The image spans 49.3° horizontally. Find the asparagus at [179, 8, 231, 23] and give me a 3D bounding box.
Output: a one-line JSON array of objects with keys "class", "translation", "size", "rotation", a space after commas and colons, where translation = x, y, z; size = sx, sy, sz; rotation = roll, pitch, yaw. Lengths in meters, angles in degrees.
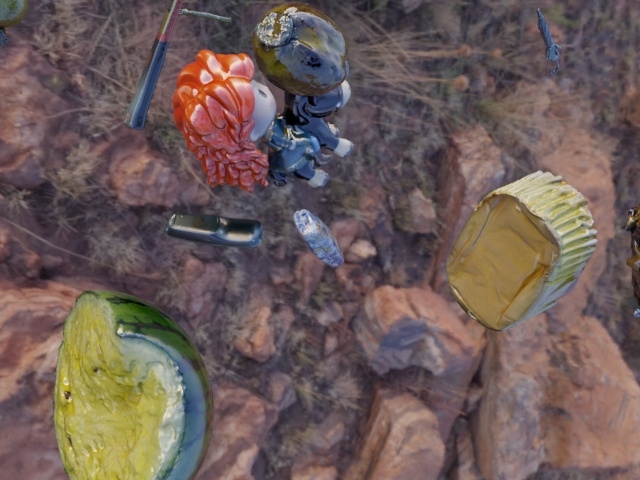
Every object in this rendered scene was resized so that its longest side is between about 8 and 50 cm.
[{"class": "asparagus", "translation": [-0.255, -0.484, 1.497], "size": [0.015, 0.127, 0.018], "rotation": [105, -8, -57]}]

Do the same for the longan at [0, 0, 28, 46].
[{"class": "longan", "translation": [-0.636, -0.450, 1.318], "size": [0.145, 0.154, 0.176], "rotation": [-68, 154, -58]}]

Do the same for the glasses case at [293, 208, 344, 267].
[{"class": "glasses case", "translation": [0.000, 0.000, 1.631], "size": [0.065, 0.087, 0.248], "rotation": [-33, 154, 4]}]

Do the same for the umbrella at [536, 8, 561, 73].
[{"class": "umbrella", "translation": [0.534, -0.469, 1.624], "size": [0.044, 0.044, 0.269], "rotation": [-38, 150, 8]}]

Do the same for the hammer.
[{"class": "hammer", "translation": [-0.244, -0.308, 1.075], "size": [0.033, 0.111, 0.288], "rotation": [6, 117, -46]}]

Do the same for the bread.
[{"class": "bread", "translation": [0.240, 0.013, 0.826], "size": [0.114, 0.132, 0.191], "rotation": [-21, 150, -28]}]

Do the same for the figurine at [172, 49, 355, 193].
[{"class": "figurine", "translation": [-0.111, -0.247, 1.490], "size": [0.411, 0.241, 0.306], "rotation": [-2, 142, -25]}]

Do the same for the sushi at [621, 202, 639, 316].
[{"class": "sushi", "translation": [0.474, 0.023, 0.798], "size": [0.234, 0.348, 0.208], "rotation": [-16, 100, -5]}]

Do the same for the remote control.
[{"class": "remote control", "translation": [-0.238, -0.025, 1.563], "size": [0.042, 0.221, 0.072], "rotation": [89, 8, -53]}]

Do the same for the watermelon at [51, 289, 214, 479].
[{"class": "watermelon", "translation": [-0.249, 0.237, 0.968], "size": [0.189, 0.330, 0.331], "rotation": [8, 97, -30]}]

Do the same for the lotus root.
[{"class": "lotus root", "translation": [-0.024, -0.265, 0.985], "size": [0.209, 0.120, 0.120], "rotation": [11, 94, -59]}]
